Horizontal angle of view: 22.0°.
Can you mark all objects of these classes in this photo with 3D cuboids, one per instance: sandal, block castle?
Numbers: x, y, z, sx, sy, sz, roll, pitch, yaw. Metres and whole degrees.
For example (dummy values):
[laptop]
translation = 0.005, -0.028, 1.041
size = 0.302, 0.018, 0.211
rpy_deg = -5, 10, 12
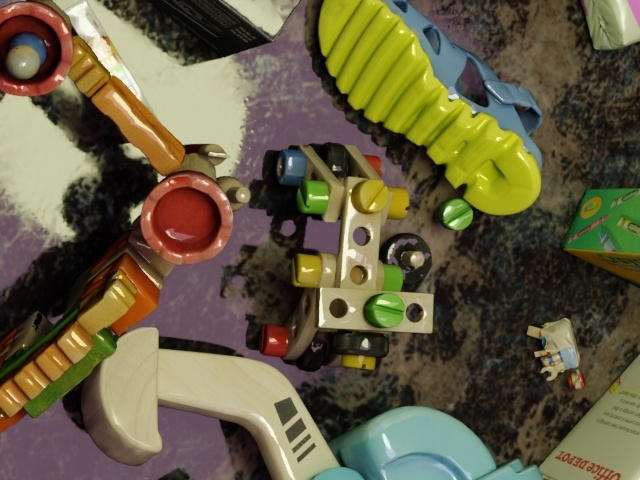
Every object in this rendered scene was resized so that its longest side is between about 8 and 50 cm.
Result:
[sandal]
translation = 0.129, -0.170, 1.805
size = 0.317, 0.126, 0.138
rpy_deg = 46, 43, -7
[block castle]
translation = -0.328, 0.016, 1.545
size = 0.453, 0.213, 0.303
rpy_deg = -40, 105, 9

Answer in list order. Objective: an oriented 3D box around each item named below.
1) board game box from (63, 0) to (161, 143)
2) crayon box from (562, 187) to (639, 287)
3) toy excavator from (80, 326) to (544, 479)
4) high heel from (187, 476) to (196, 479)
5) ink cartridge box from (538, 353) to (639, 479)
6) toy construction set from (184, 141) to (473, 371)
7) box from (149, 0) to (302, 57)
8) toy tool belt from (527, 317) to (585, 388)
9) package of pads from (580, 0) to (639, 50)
[board game box]
translation = -0.220, -0.172, 1.691
size = 0.026, 0.103, 0.154
rpy_deg = -33, 101, -13
[crayon box]
translation = 0.403, 0.011, 1.797
size = 0.165, 0.278, 0.081
rpy_deg = 25, 84, -16
[toy excavator]
translation = 0.013, 0.255, 1.731
size = 0.433, 0.222, 0.445
rpy_deg = -21, 79, -29
[high heel]
translation = -0.245, 0.324, 1.727
size = 0.261, 0.093, 0.186
rpy_deg = 13, 76, -13
[ink cartridge box]
translation = 0.404, 0.212, 1.846
size = 0.117, 0.201, 0.278
rpy_deg = 46, 80, -13
[toy construction set]
translation = 0.000, 0.000, 1.696
size = 0.309, 0.237, 0.257
rpy_deg = 32, 83, -15
[box]
translation = -0.103, -0.278, 1.668
size = 0.153, 0.207, 0.108
rpy_deg = 37, 82, -16
[toy tool belt]
translation = 0.270, 0.133, 1.888
size = 0.051, 0.052, 0.083
rpy_deg = -13, 94, 15
[package of pads]
translation = 0.381, -0.392, 1.865
size = 0.229, 0.101, 0.297
rpy_deg = -22, 99, -14
